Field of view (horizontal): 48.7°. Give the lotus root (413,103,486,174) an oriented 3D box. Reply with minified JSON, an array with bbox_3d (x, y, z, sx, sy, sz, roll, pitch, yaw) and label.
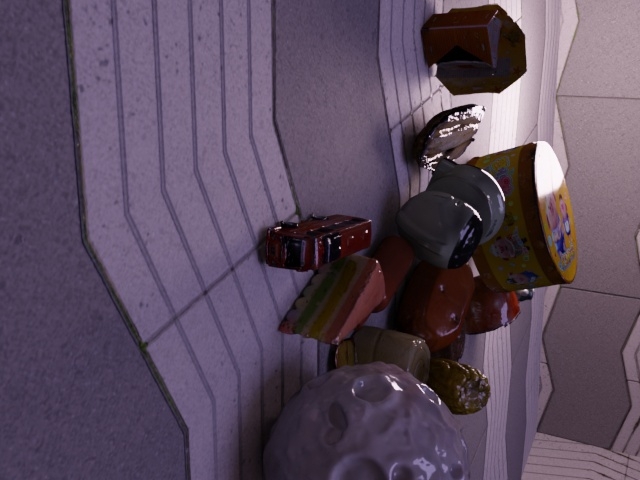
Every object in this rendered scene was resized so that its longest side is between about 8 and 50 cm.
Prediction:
[{"bbox_3d":[0.283,-0.248,1.659,0.329,0.078,0.167,-22,137,-57],"label":"lotus root"}]

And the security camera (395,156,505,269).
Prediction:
[{"bbox_3d":[0.281,-0.046,1.549,0.277,0.191,0.197,-33,150,-54],"label":"security camera"}]

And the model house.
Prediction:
[{"bbox_3d":[0.335,-0.432,1.565,0.136,0.219,0.208,-5,101,-58],"label":"model house"}]

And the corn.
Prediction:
[{"bbox_3d":[0.269,0.314,1.538,0.363,0.120,0.121,126,-21,-78],"label":"corn"}]

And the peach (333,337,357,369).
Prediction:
[{"bbox_3d":[0.049,0.229,1.359,0.077,0.050,0.083,-85,174,-48],"label":"peach"}]

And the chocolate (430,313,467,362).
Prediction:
[{"bbox_3d":[0.323,0.227,1.867,0.148,0.093,0.214,-41,132,-51],"label":"chocolate"}]

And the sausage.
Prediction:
[{"bbox_3d":[0.273,0.139,1.667,0.268,0.153,0.141,-63,-172,-31],"label":"sausage"}]

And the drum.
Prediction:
[{"bbox_3d":[0.578,-0.062,2.030,0.431,0.214,0.431,28,56,-52],"label":"drum"}]

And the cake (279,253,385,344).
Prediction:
[{"bbox_3d":[0.026,0.094,1.207,0.225,0.109,0.090,-36,129,-57],"label":"cake"}]

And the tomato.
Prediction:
[{"bbox_3d":[0.510,0.184,2.182,0.214,0.180,0.155,-28,104,-68],"label":"tomato"}]

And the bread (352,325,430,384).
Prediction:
[{"bbox_3d":[0.139,0.250,1.447,0.148,0.141,0.134,-29,124,-59],"label":"bread"}]

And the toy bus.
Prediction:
[{"bbox_3d":[0.000,0.000,1.145,0.235,0.096,0.074,-19,112,-63],"label":"toy bus"}]

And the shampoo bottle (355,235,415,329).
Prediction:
[{"bbox_3d":[0.111,0.087,1.412,0.244,0.085,0.085,-50,140,-45],"label":"shampoo bottle"}]

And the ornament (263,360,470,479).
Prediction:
[{"bbox_3d":[0.070,0.363,1.126,0.337,0.337,0.337,-29,123,-58],"label":"ornament"}]

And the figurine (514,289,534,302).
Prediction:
[{"bbox_3d":[0.612,0.164,2.355,0.147,0.192,0.126,-124,-132,-73],"label":"figurine"}]
